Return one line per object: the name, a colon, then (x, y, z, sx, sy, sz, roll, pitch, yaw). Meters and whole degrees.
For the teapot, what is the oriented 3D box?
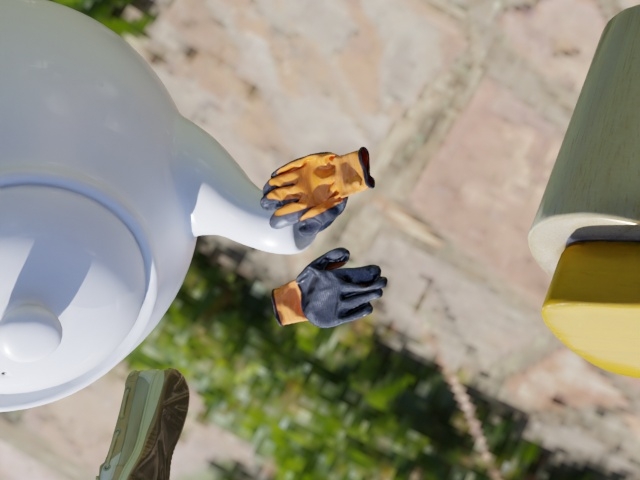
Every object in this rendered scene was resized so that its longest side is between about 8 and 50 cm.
teapot: (-0.178, 0.003, 1.070, 0.252, 0.187, 0.256, 24, 114, -30)

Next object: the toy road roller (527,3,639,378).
toy road roller: (0.293, 0.000, 0.964, 0.329, 0.202, 0.240, 3, 151, 40)

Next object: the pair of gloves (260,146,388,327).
pair of gloves: (0.000, 0.000, 0.943, 0.074, 0.083, 0.010, -15, 171, 42)

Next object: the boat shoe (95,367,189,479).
boat shoe: (-0.144, 0.166, 1.505, 0.048, 0.153, 0.056, -1, 149, 27)
